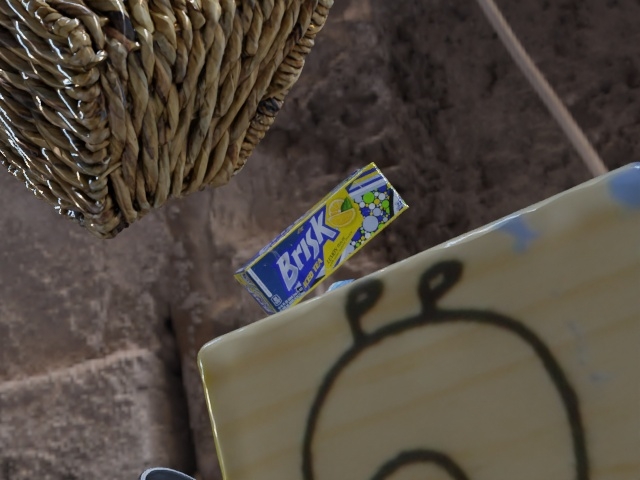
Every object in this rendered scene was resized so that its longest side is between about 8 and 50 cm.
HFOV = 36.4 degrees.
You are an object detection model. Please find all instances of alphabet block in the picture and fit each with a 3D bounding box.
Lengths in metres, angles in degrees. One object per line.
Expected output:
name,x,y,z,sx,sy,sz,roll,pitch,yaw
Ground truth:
alphabet block,0.091,0.113,0.417,0.197,0.192,0.193,-25,-30,13

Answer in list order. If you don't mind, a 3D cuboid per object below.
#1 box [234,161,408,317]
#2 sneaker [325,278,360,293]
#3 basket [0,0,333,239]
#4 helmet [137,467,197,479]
box,0.000,0.000,0.943,0.169,0.059,0.054,-41,6,-16
sneaker,0.075,0.098,0.994,0.162,0.063,0.073,38,-28,-4
basket,-0.153,-0.167,0.708,0.223,0.299,0.213,-34,-31,-30
helmet,-0.121,0.243,0.624,0.169,0.169,0.161,-16,8,17
